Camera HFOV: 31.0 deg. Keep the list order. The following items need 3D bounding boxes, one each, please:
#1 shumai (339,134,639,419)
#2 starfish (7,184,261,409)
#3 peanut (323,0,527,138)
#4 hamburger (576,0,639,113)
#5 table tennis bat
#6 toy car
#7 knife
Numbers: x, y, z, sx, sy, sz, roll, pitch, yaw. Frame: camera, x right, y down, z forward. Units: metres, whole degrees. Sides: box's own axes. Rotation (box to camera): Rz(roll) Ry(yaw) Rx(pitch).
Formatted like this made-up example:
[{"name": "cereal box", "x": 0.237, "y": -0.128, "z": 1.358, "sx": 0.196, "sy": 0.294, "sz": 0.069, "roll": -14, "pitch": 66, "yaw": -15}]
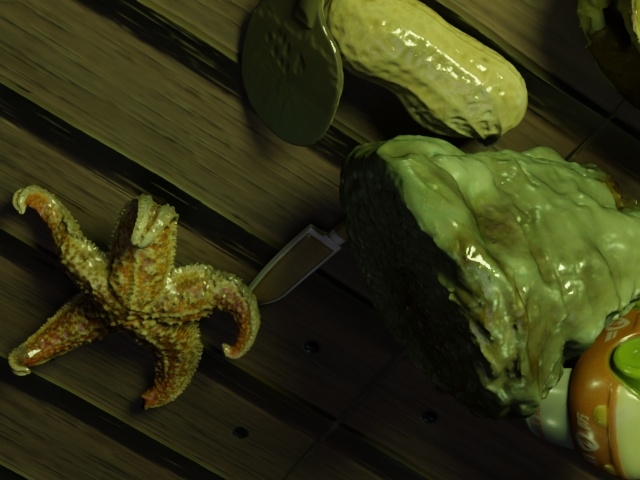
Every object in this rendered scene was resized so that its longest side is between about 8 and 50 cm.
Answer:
[{"name": "shumai", "x": 0.185, "y": -0.007, "z": 1.076, "sx": 0.263, "sy": 0.309, "sz": 0.304, "roll": -25, "pitch": 140, "yaw": -14}, {"name": "starfish", "x": -0.222, "y": 0.065, "z": 1.264, "sx": 0.303, "sy": 0.113, "sz": 0.312, "roll": -28, "pitch": 117, "yaw": 29}, {"name": "peanut", "x": 0.096, "y": -0.166, "z": 1.085, "sx": 0.214, "sy": 0.090, "sz": 0.098, "roll": 33, "pitch": 149, "yaw": -10}, {"name": "hamburger", "x": 0.373, "y": -0.214, "z": 0.990, "sx": 0.265, "sy": 0.134, "sz": 0.285, "roll": 43, "pitch": 111, "yaw": -15}, {"name": "table tennis bat", "x": -0.019, "y": -0.188, "z": 1.075, "sx": 0.131, "sy": 0.022, "sz": 0.234, "roll": 45, "pitch": 141, "yaw": 22}, {"name": "toy car", "x": 0.273, "y": 0.136, "z": 1.182, "sx": 0.235, "sy": 0.235, "sz": 0.145, "roll": -8, "pitch": 119, "yaw": 13}, {"name": "knife", "x": 0.000, "y": -0.001, "z": 1.239, "sx": 0.046, "sy": 0.022, "sz": 0.256, "roll": 35, "pitch": 122, "yaw": -26}]
